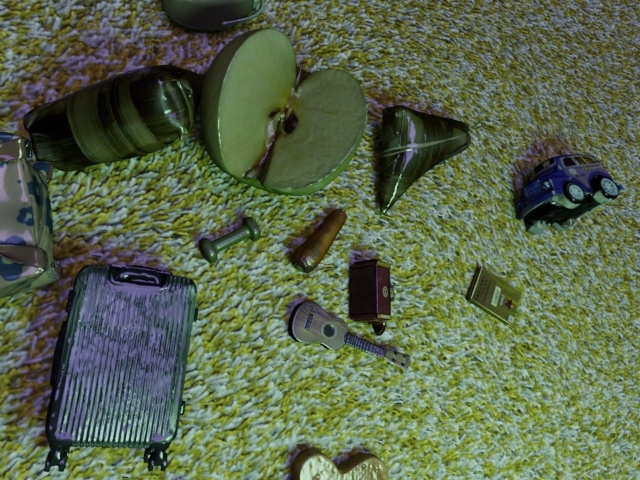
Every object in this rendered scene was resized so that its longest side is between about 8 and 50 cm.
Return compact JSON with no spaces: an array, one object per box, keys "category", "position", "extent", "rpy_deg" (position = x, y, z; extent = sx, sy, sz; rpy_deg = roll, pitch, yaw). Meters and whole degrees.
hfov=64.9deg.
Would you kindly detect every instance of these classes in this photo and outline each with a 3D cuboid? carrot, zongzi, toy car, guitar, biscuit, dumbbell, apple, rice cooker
[{"category":"carrot","position":[0.000,0.000,1.030],"extent":[0.055,0.055,0.161],"rpy_deg":[44,59,-10]},{"category":"zongzi","position":[0.240,-0.170,1.152],"extent":[0.247,0.111,0.241],"rpy_deg":[2,96,-29]},{"category":"toy car","position":[0.603,-0.126,1.264],"extent":[0.235,0.172,0.158],"rpy_deg":[-7,66,-22]},{"category":"guitar","position":[0.063,0.203,1.019],"extent":[0.271,0.038,0.084],"rpy_deg":[25,71,-15]},{"category":"biscuit","position":[-0.015,0.533,0.913],"extent":[0.355,0.052,0.275],"rpy_deg":[-17,86,-24]},{"category":"dumbbell","position":[-0.171,-0.002,0.956],"extent":[0.118,0.046,0.052],"rpy_deg":[-28,86,-25]},{"category":"apple","position":[-0.082,-0.220,0.938],"extent":[0.295,0.233,0.258],"rpy_deg":[22,87,-19]},{"category":"zongzi","position":[-0.345,-0.238,0.908],"extent":[0.286,0.288,0.134],"rpy_deg":[-11,120,7]},{"category":"rice cooker","position":[-0.213,-0.500,0.996],"extent":[0.206,0.127,0.145],"rpy_deg":[-18,88,-17]}]

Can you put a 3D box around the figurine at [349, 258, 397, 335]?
[{"category":"figurine","position":[0.118,0.121,1.050],"extent":[0.098,0.082,0.154],"rpy_deg":[9,75,-42]}]

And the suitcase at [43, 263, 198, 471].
[{"category":"suitcase","position":[-0.316,0.196,0.807],"extent":[0.202,0.128,0.312],"rpy_deg":[10,76,-21]}]

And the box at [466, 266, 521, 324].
[{"category":"box","position":[0.413,0.132,1.196],"extent":[0.133,0.023,0.090],"rpy_deg":[30,71,-15]}]

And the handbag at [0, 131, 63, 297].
[{"category":"handbag","position":[-0.496,-0.028,0.734],"extent":[0.193,0.190,0.251],"rpy_deg":[-9,85,-13]}]
